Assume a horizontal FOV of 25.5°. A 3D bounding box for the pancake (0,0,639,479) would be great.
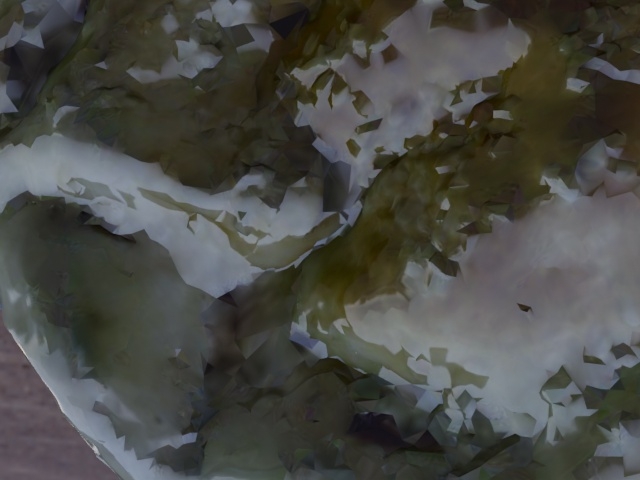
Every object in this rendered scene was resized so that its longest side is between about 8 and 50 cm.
[{"bbox_3d":[0.037,-0.080,0.458,0.387,0.387,0.082,-3,168,19],"label":"pancake"}]
